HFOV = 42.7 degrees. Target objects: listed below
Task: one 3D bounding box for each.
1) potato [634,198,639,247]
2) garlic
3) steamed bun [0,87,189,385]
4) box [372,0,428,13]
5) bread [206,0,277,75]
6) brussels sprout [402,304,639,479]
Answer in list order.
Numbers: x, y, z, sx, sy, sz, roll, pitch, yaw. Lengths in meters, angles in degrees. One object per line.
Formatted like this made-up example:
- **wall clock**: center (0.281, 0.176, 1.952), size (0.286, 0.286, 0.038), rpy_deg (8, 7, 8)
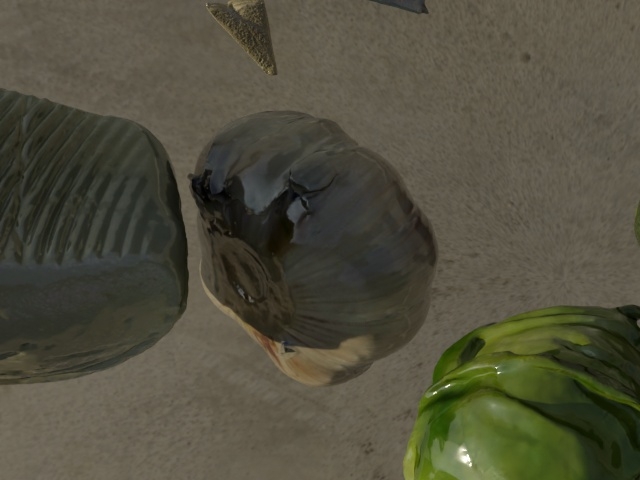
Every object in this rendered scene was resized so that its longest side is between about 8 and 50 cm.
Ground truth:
- **potato**: center (0.603, -0.013, 1.149), size (0.304, 0.216, 0.215), rpy_deg (15, 92, 19)
- **garlic**: center (-0.010, 0.010, 0.909), size (0.241, 0.322, 0.322), rpy_deg (-24, 80, -13)
- **steamed bun**: center (-0.325, 0.010, 0.752), size (0.247, 0.384, 0.236), rpy_deg (-105, 30, -46)
- **box**: center (-0.018, -0.329, 0.616), size (0.106, 0.337, 0.264), rpy_deg (-32, 68, 42)
- **bread**: center (-0.146, -0.377, 1.529), size (0.105, 0.077, 0.152), rpy_deg (-13, 118, -5)
- **brussels sprout**: center (0.180, 0.181, 0.640), size (0.227, 0.259, 0.294), rpy_deg (9, 125, 21)
